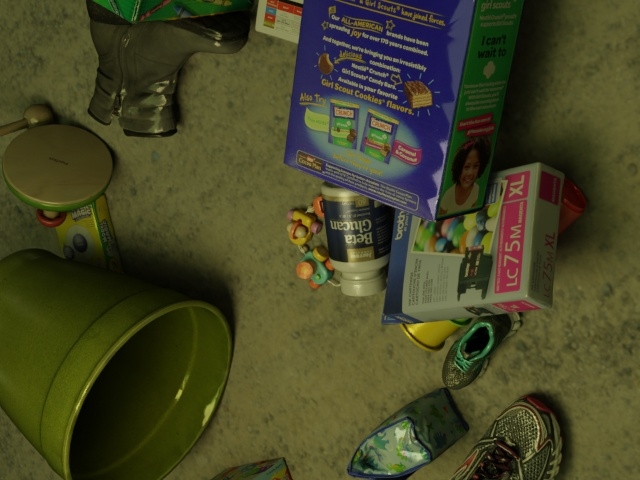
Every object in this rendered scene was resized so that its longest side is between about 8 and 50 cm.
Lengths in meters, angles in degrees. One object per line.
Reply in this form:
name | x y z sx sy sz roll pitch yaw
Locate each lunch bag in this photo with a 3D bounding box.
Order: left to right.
lunch bag | 0.124 0.301 1.853 0.151 0.129 0.096 -30 86 35

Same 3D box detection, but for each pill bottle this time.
pill bottle | 0.056 -0.008 1.826 0.094 0.094 0.169 4 110 33

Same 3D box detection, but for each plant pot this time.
plant pot | -0.396 0.187 2.037 0.353 0.366 0.366 29 118 29

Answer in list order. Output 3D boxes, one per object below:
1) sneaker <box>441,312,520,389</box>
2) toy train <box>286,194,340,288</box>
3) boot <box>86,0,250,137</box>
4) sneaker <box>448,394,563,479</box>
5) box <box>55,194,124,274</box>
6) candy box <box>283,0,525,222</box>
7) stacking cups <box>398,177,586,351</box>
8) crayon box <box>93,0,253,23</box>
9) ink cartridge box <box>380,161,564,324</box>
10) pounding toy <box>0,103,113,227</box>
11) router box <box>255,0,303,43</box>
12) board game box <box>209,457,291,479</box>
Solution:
sneaker | 0.216 0.156 1.780 0.065 0.076 0.166 42 123 18
toy train | 0.000 0.000 1.898 0.125 0.046 0.166 -1 103 34
boot | -0.237 -0.266 1.953 0.338 0.118 0.222 19 117 40
sneaker | 0.239 0.358 1.766 0.121 0.112 0.299 35 99 36
box | -0.411 -0.009 2.174 0.105 0.043 0.179 -8 98 35
candy box | 0.102 -0.218 1.604 0.268 0.122 0.317 24 117 35
stacking cups | 0.241 0.028 1.731 0.096 0.096 0.316 51 120 11
crayon box | -0.232 -0.393 1.794 0.165 0.278 0.081 32 118 23
ink cartridge box | 0.185 0.012 1.682 0.311 0.065 0.185 -13 63 50
pounding toy | -0.468 -0.112 2.120 0.237 0.183 0.110 39 143 20
router box | 0.085 -0.396 1.703 0.335 0.082 0.301 22 115 27
board game box | -0.103 0.525 2.060 0.142 0.144 0.275 -19 94 35
